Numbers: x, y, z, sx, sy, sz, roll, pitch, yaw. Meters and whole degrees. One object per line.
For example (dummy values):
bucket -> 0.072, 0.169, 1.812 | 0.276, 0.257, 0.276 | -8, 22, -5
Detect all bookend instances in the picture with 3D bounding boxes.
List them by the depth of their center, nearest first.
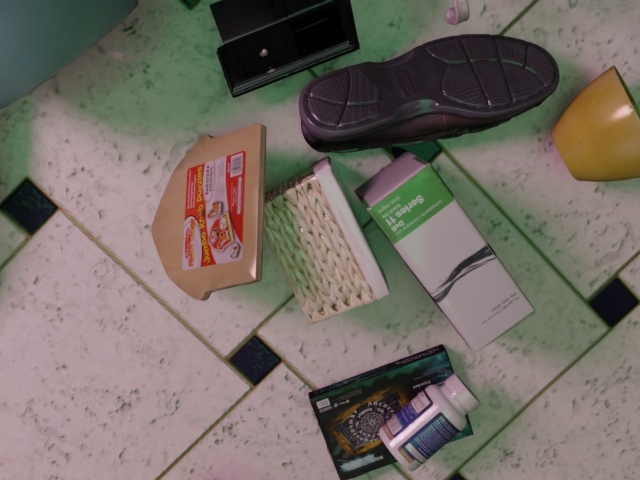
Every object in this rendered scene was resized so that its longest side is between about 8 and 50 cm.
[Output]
bookend -> -0.050, -0.251, 0.817 | 0.156, 0.157, 0.072 | -21, 62, 0

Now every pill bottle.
pill bottle -> 0.136, 0.221, 0.947 | 0.120, 0.067, 0.067 | -42, 101, 4

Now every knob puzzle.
knob puzzle -> -0.125, -0.026, 0.873 | 0.030, 0.213, 0.213 | 12, 103, -45

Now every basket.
basket -> 0.000, 0.000, 0.899 | 0.103, 0.113, 0.167 | -24, 101, 5

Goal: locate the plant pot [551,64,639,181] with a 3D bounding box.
plant pot -> 0.330, -0.122, 0.900 | 0.095, 0.134, 0.134 | -27, 103, 26

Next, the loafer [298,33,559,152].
loafer -> 0.122, -0.165, 0.898 | 0.302, 0.095, 0.109 | -11, 72, -6

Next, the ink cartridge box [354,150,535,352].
ink cartridge box -> 0.139, 0.009, 0.889 | 0.087, 0.153, 0.208 | -37, 101, 4

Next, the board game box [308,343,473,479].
board game box -> 0.092, 0.224, 0.993 | 0.186, 0.026, 0.126 | -19, 102, 0

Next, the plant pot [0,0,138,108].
plant pot -> -0.321, -0.272, 0.741 | 0.293, 0.293, 0.235 | -35, 115, 3

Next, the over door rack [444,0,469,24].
over door rack -> 0.197, -0.420, 0.842 | 0.239, 0.108, 0.324 | -20, 88, 0
